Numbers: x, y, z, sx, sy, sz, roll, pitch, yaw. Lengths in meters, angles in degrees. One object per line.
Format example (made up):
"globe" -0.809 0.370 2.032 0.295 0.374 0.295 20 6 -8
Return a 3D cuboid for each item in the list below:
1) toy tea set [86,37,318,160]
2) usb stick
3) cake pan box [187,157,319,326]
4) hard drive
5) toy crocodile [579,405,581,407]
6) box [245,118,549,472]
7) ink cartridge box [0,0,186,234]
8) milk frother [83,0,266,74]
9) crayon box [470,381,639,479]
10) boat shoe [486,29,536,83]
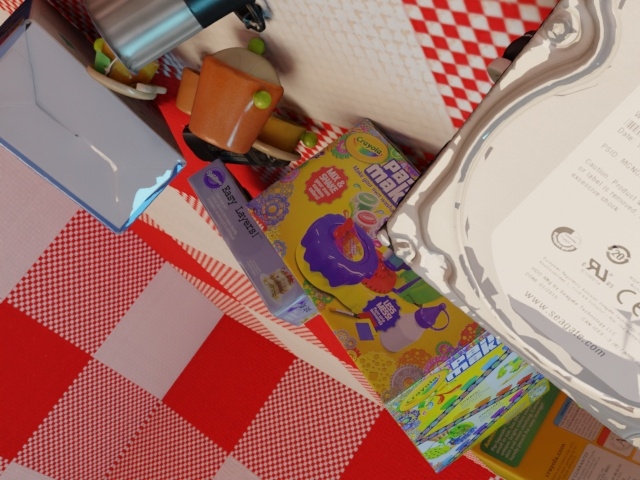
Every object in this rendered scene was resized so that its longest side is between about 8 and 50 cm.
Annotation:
"toy tea set" -0.155 -0.215 0.878 0.335 0.124 0.200 28 -166 14
"usb stick" -0.132 -0.148 1.091 0.077 0.045 0.278 52 160 -28
"cake pan box" -0.099 0.010 1.165 0.267 0.070 0.246 56 178 14
"hard drive" 0.199 -0.036 0.345 0.237 0.064 0.339 39 137 3
"toy crocodile" 0.296 0.084 0.757 0.115 0.105 0.341 54 168 25
"box" 0.097 0.069 0.828 0.290 0.177 0.279 53 177 36
"ink cartridge box" -0.366 -0.209 1.068 0.270 0.151 0.395 44 -175 -31
"milk frother" -0.131 -0.218 0.688 0.143 0.134 0.129 55 -173 -46
"crayon box" 0.351 0.257 0.962 0.322 0.203 0.083 17 157 52
"boat shoe" 0.250 -0.062 0.431 0.302 0.091 0.114 31 -170 10
